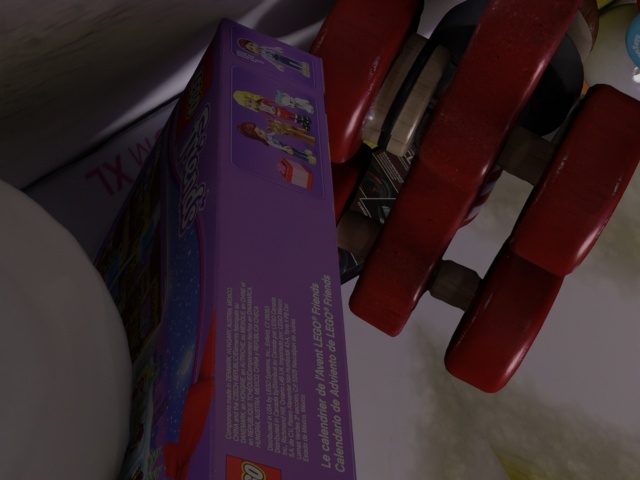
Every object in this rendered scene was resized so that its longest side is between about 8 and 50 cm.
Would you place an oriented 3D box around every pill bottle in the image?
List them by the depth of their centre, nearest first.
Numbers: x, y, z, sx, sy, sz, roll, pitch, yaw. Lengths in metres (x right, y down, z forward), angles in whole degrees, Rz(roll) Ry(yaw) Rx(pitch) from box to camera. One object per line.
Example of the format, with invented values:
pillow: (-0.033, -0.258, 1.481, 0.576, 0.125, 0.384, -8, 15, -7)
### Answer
pill bottle: (-0.213, 0.096, 0.569, 0.176, 0.176, 0.318, -28, 176, -33)

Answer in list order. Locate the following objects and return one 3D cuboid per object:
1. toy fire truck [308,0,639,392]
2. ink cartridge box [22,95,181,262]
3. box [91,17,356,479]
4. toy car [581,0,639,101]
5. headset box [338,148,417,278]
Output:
toy fire truck: (0.095, -0.080, 0.758, 0.254, 0.169, 0.302, -60, 174, -37)
ink cartridge box: (-0.101, -0.020, 0.848, 0.186, 0.065, 0.311, -30, 178, 3)
box: (-0.062, 0.066, 0.554, 0.201, 0.057, 0.293, -56, -156, 34)
toy car: (0.370, -0.188, 1.405, 0.219, 0.210, 0.238, -42, -164, -35)
headset box: (0.000, 0.000, 1.503, 0.293, 0.110, 0.218, -28, 175, -38)
